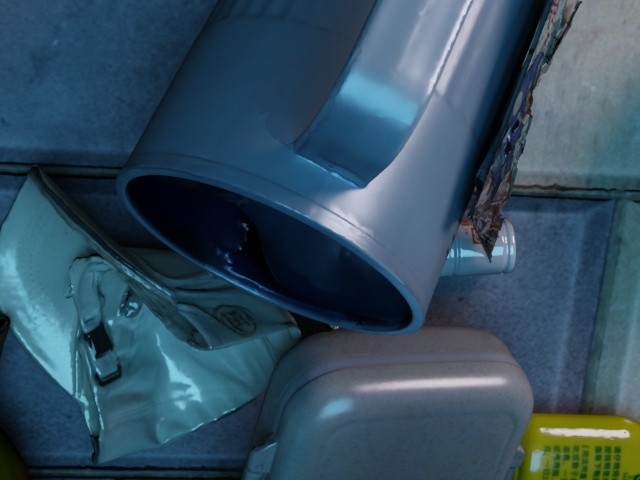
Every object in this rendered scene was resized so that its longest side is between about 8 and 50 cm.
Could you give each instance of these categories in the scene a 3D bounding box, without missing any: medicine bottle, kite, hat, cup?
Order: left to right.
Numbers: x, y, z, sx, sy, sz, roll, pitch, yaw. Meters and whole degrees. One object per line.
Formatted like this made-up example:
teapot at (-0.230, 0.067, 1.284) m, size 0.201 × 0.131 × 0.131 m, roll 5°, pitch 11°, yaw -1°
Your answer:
hat at (-0.173, 0.050, 1.086) m, size 0.301 × 0.168 × 0.258 m, roll 48°, pitch 133°, yaw 3°
cup at (0.013, -0.133, 0.889) m, size 0.257 × 0.331 × 0.311 m, roll 18°, pitch 71°, yaw 20°
medicine bottle at (0.047, 0.245, 1.124) m, size 0.282 × 0.123 × 0.375 m, roll 1°, pitch 126°, yaw -20°
medicine bottle at (0.146, 0.007, 1.137) m, size 0.089 × 0.057 × 0.057 m, roll -4°, pitch 110°, yaw -5°
kite at (0.173, -0.117, 0.958) m, size 0.014 × 0.368 × 0.406 m, roll 20°, pitch 130°, yaw 12°
medicine bottle at (0.347, 0.241, 1.232) m, size 0.309 × 0.076 × 0.111 m, roll 3°, pitch 116°, yaw -7°

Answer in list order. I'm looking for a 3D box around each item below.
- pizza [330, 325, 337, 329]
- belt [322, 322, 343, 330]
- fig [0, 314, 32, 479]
pizza at (0.000, 0.000, 1.064) m, size 0.185 × 0.176 × 0.036 m, roll 17°, pitch 137°, yaw -12°
belt at (-0.033, 0.025, 1.127) m, size 0.232 × 0.053 × 0.071 m, roll 30°, pitch 96°, yaw -15°
fig at (-0.343, 0.226, 1.100) m, size 0.217 × 0.217 × 0.320 m, roll 21°, pitch 93°, yaw -13°
